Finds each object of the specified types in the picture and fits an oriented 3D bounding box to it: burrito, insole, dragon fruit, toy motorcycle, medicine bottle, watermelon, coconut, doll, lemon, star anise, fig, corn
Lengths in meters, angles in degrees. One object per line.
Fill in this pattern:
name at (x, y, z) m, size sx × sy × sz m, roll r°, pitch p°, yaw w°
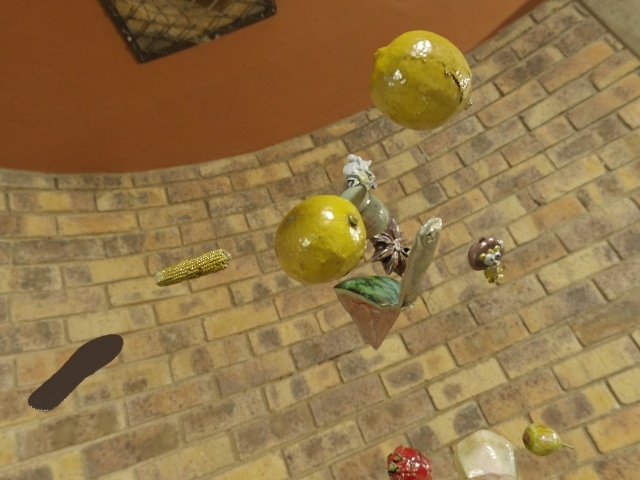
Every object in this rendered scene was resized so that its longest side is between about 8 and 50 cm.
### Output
burrito at (0.244, 0.065, 1.048) m, size 0.082 × 0.059 × 0.276 m, roll -40°, pitch -33°, yaw -48°
insole at (-0.685, 0.364, 1.190) m, size 0.322 × 0.109 × 0.007 m, roll -63°, pitch -7°, yaw -64°
dragon fruit at (0.396, 1.010, 1.806) m, size 0.274 × 0.192 × 0.193 m, roll 41°, pitch -100°, yaw -28°
toy motorcycle at (0.138, -0.243, 1.505) m, size 0.074 × 0.151 × 0.228 m, roll -12°, pitch 15°, yaw 35°
medicine bottle at (0.136, -0.097, 1.395) m, size 0.147 × 0.147 × 0.143 m, roll -35°, pitch -56°, yaw 23°
watermelon at (0.248, 0.260, 1.678) m, size 0.250 × 0.283 × 0.293 m, roll -33°, pitch -66°, yaw -17°
coconut at (0.520, 0.686, 1.287) m, size 0.194 × 0.195 × 0.194 m, roll -19°, pitch -24°, yaw -9°
doll at (0.610, 0.063, 1.484) m, size 0.188 × 0.096 × 0.145 m, roll 36°, pitch -83°, yaw -20°
lemon at (0.278, -0.431, 1.150) m, size 0.310 × 0.254 × 0.253 m, roll 22°, pitch -40°, yaw -12°
star anise at (0.354, 0.034, 2.111) m, size 0.315 × 0.316 × 0.108 m, roll -6°, pitch -11°, yaw -35°
fig at (0.665, 0.570, 1.207) m, size 0.166 × 0.094 × 0.093 m, roll -3°, pitch -30°, yaw -21°
corn at (-0.519, 0.114, 1.702) m, size 0.319 × 0.097 × 0.097 m, roll -18°, pitch -24°, yaw -3°
lemon at (-0.002, 0.001, 1.203) m, size 0.260 × 0.261 × 0.284 m, roll 1°, pitch -49°, yaw -43°
